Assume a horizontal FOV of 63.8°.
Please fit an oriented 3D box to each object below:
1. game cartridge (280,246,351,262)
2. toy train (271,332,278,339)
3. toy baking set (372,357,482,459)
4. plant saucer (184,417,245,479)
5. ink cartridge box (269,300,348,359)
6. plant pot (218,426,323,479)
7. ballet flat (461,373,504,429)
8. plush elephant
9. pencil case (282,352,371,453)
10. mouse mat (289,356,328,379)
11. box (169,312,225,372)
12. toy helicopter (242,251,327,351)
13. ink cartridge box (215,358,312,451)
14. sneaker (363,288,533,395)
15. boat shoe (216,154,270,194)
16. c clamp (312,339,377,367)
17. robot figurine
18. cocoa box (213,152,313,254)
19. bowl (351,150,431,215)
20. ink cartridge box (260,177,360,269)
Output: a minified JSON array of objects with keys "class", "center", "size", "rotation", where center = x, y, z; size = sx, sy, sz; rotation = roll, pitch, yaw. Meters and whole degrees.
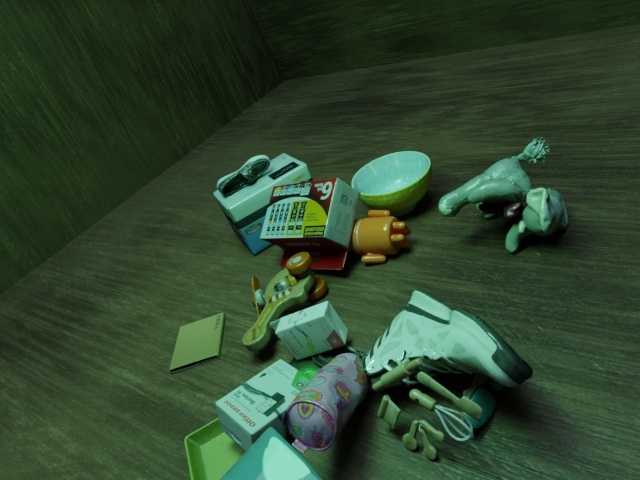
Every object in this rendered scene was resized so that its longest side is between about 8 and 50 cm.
[{"class":"game cartridge","center":[0.000,0.000,1.853],"size":[0.298,0.062,0.198],"rotation":[9,48,41]},{"class":"toy train","center":[-0.114,0.273,1.550],"size":[0.083,0.017,0.023],"rotation":[-28,22,-6]},{"class":"toy baking set","center":[0.213,0.338,1.052],"size":[0.030,0.256,0.196],"rotation":[-20,66,-43]},{"class":"plant saucer","center":[-0.224,0.507,1.242],"size":[0.188,0.045,0.188],"rotation":[-29,31,-8]},{"class":"ink cartridge box","center":[-0.039,0.254,1.404],"size":[0.198,0.115,0.067],"rotation":[-23,25,25]},{"class":"plant pot","center":[-0.055,0.524,0.999],"size":[0.234,0.165,0.165],"rotation":[22,53,42]},{"class":"ballet flat","center":[0.354,0.328,1.123],"size":[0.206,0.073,0.067],"rotation":[-41,9,-30]},{"class":"plush elephant","center":[0.567,-0.092,1.463],"size":[0.330,0.272,0.255],"rotation":[-43,61,33]},{"class":"pencil case","center":[0.024,0.351,1.140],"size":[0.124,0.124,0.284],"rotation":[-10,6,22]},{"class":"mouse mat","center":[-0.031,0.372,1.356],"size":[0.190,0.007,0.152],"rotation":[4,41,37]},{"class":"box","center":[-0.392,0.326,1.652],"size":[0.165,0.021,0.201],"rotation":[-19,32,8]},{"class":"toy helicopter","center":[-0.148,0.195,1.576],"size":[0.235,0.140,0.355],"rotation":[-10,33,34]},{"class":"ink cartridge box","center":[-0.123,0.398,1.233],"size":[0.209,0.086,0.153],"rotation":[-28,34,-36]},{"class":"sneaker","center":[0.253,0.277,1.133],"size":[0.257,0.169,0.447],"rotation":[-48,14,-5]},{"class":"boat shoe","center":[-0.286,-0.242,1.945],"size":[0.229,0.080,0.076],"rotation":[-28,37,-4]},{"class":"c clamp","center":[0.060,0.302,1.384],"size":[0.161,0.022,0.137],"rotation":[11,47,44]},{"class":"robot figurine","center":[0.181,-0.013,1.679],"size":[0.220,0.157,0.128],"rotation":[-2,16,31]},{"class":"cocoa box","center":[-0.201,-0.151,2.043],"size":[0.347,0.227,0.231],"rotation":[-32,32,-13]},{"class":"bowl","center":[0.271,-0.183,1.845],"size":[0.290,0.155,0.289],"rotation":[-18,32,11]},{"class":"ink cartridge box","center":[-0.045,-0.050,1.719],"size":[0.310,0.130,0.271],"rotation":[-2,70,44]}]
